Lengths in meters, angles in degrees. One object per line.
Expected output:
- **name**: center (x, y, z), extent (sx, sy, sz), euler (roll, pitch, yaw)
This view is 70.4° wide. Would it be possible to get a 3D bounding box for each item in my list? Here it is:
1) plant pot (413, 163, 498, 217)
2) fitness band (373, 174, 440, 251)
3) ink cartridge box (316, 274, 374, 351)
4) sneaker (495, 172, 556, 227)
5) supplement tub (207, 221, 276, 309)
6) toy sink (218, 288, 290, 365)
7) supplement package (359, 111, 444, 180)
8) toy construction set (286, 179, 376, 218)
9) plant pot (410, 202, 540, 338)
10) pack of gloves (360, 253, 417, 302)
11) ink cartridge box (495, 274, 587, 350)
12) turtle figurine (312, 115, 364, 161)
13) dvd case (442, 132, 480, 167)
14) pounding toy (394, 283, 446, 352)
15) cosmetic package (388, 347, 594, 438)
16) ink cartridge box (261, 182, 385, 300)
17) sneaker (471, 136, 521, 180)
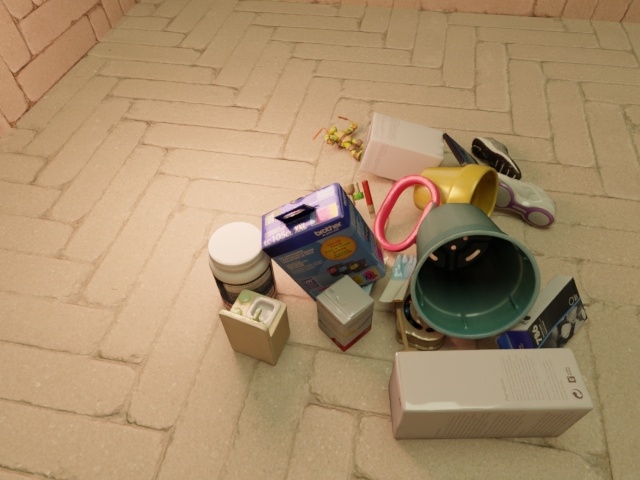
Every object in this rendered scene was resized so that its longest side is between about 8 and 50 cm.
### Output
- **plant pot**: center (0.484, -0.164, 1.662), extent (0.238, 0.254, 0.254), euler (21, 53, 38)
- **fitness band**: center (0.304, -0.095, 1.613), extent (0.209, 0.054, 0.291), euler (34, 97, 46)
- **ink cartridge box**: center (0.075, 0.223, 1.389), extent (0.127, 0.176, 0.128), euler (-34, 58, -23)
- **sneaker**: center (0.752, -0.172, 1.723), extent (0.305, 0.114, 0.152), euler (35, 52, 7)
- **supplement tub**: center (-0.246, 0.092, 1.445), extent (0.191, 0.272, 0.191), euler (-1, 51, 1)
- **toy sink**: center (-0.186, 0.243, 1.346), extent (0.152, 0.234, 0.131), euler (16, 54, 15)
- **supplement package**: center (0.323, -0.357, 1.815), extent (0.292, 0.175, 0.178), euler (15, 52, -3)
- **toy construction set**: center (0.048, -0.063, 1.624), extent (0.308, 0.257, 0.238), euler (-15, 95, 10)
- **plant pot**: center (0.431, 0.056, 1.372), extent (0.340, 0.342, 0.334), euler (3, 27, 4)
- **pack of gloves**: center (0.202, 0.109, 1.479), extent (0.194, 0.046, 0.232), euler (-7, 32, 32)
- **ink cartridge box**: center (0.663, 0.262, 1.347), extent (0.332, 0.166, 0.065), euler (-37, 20, -23)
- **turtle figurine**: center (0.102, -0.431, 1.973), extent (0.217, 0.087, 0.269), euler (39, 46, 17)
- **dvd case**: center (0.584, -0.308, 1.789), extent (0.022, 0.253, 0.181), euler (-41, 45, 27)
- **pounding toy**: center (0.306, 0.236, 1.383), extent (0.154, 0.155, 0.270), euler (-1, 51, 7)
- **cosmetic package**: center (0.420, 0.408, 1.195), extent (0.452, 0.230, 0.162), euler (-1, 50, 0)
- **ink cartridge box**: center (0.000, 0.000, 1.389), extent (0.269, 0.395, 0.151), euler (-22, 45, 18)
- **sneaker**: center (0.745, -0.346, 1.877), extent (0.107, 0.100, 0.272), euler (-15, 52, -17)
